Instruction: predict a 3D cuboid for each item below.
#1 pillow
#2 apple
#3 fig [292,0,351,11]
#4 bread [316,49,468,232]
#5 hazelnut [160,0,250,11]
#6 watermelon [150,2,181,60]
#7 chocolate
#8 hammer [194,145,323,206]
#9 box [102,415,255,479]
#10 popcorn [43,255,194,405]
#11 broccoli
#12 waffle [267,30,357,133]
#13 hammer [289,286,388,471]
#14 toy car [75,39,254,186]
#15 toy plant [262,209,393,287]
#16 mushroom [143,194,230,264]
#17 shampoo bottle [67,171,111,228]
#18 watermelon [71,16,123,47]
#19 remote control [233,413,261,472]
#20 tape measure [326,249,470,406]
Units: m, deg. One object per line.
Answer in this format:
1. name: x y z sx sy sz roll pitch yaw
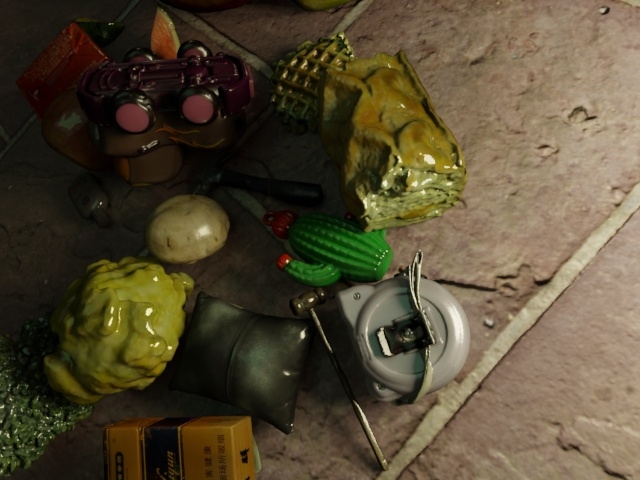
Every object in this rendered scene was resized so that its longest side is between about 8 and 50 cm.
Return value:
1. pillow: -0.136 0.197 0.774 0.250 0.106 0.185 9 78 22
2. apple: -0.534 -0.259 1.061 0.188 0.188 0.173 22 77 27
3. fig: 0.006 -0.543 0.983 0.185 0.133 0.126 41 82 9
4. bread: 0.107 -0.156 0.737 0.239 0.196 0.252 -16 68 -27
5. hazelnut: -0.260 -0.711 1.028 0.430 0.402 0.401 -11 68 20
6. watermelon: -0.384 -0.453 1.109 0.063 0.119 0.244 -7 68 8
7. chocolate: -0.663 -0.426 1.222 0.237 0.108 0.235 -46 61 0
8. hammer: -0.121 -0.117 0.924 0.290 0.037 0.137 13 78 26
9. box: -0.222 0.362 0.718 0.237 0.070 0.152 -7 83 15
10. popcorn: -0.356 0.149 0.831 0.242 0.234 0.250 -15 27 14
11. broccoli: -0.577 0.284 0.880 0.246 0.288 0.247 -23 101 29
12. waffle: -0.016 -0.327 0.947 0.208 0.054 0.214 -15 68 20
13. hammer: 0.037 0.213 0.708 0.058 0.029 0.292 -22 79 -22
14. toy car: -0.305 -0.250 0.949 0.341 0.240 0.271 -8 42 -8
15. toy plant: 0.003 0.011 0.789 0.241 0.088 0.154 1 57 11
16. mushroom: -0.257 -0.018 0.891 0.166 0.127 0.166 -8 37 6
17. shampoo bottle: -0.543 -0.091 1.085 0.080 0.040 0.165 -43 60 1
18. watermelon: -0.654 -0.597 1.321 0.182 0.075 0.092 17 35 25
19. remote control: -0.214 0.387 0.776 0.234 0.038 0.098 -30 67 9
20. tape measure: 0.127 0.133 0.682 0.178 0.105 0.196 -28 70 6
